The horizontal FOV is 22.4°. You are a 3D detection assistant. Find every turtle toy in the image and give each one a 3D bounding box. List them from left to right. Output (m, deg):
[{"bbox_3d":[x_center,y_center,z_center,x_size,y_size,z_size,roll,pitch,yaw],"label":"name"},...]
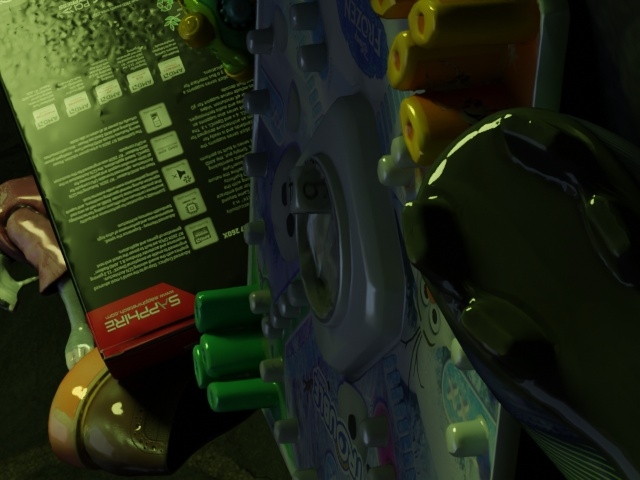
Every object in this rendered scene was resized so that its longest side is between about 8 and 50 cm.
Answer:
[{"bbox_3d":[-0.076,-0.192,1.280,0.095,0.066,0.130,33,-149,-58],"label":"turtle toy"}]

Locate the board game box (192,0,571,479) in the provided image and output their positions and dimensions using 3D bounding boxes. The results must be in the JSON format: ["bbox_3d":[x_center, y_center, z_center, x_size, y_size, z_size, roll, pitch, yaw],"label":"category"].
[{"bbox_3d":[0.000,0.000,0.774,0.390,0.050,0.390,-121,30,-58],"label":"board game box"}]

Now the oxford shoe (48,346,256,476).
[{"bbox_3d":[-0.080,0.100,1.463,0.133,0.363,0.130,13,130,31],"label":"oxford shoe"}]

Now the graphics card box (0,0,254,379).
[{"bbox_3d":[-0.135,-0.091,1.381,0.094,0.233,0.371,83,164,-71],"label":"graphics card box"}]

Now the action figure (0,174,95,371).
[{"bbox_3d":[-0.217,-0.044,1.608,0.248,0.370,0.275,-128,18,-69],"label":"action figure"}]

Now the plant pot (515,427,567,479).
[{"bbox_3d":[0.042,0.261,0.908,0.237,0.254,0.237,158,90,-84],"label":"plant pot"}]

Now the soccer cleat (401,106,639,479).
[{"bbox_3d":[0.125,0.080,0.455,0.121,0.093,0.289,21,-146,-55],"label":"soccer cleat"}]
